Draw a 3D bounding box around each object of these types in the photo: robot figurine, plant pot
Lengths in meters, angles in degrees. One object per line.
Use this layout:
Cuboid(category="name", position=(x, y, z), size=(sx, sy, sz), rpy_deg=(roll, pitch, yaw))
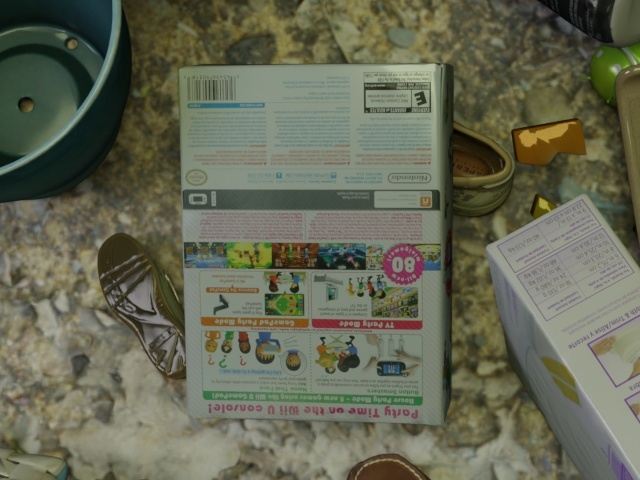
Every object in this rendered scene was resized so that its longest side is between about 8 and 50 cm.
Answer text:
Cuboid(category="robot figurine", position=(0.298, -0.164, 1.327), size=(0.115, 0.067, 0.101), rpy_deg=(-29, 44, -10))
Cuboid(category="plant pot", position=(-0.282, -0.151, 1.259), size=(0.272, 0.255, 0.271), rpy_deg=(-1, 79, 4))

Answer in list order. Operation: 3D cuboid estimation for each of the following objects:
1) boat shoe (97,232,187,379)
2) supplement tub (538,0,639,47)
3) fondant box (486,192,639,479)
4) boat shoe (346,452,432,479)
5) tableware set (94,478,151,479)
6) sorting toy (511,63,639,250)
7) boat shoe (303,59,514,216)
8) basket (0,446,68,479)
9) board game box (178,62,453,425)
Cuboid(category="boat shoe", position=(-0.153, 0.062, 1.324), size=(0.056, 0.048, 0.153), rpy_deg=(-39, 72, 7))
Cuboid(category="supplement tub", position=(0.193, -0.339, 1.281), size=(0.338, 0.207, 0.207), rpy_deg=(41, 83, 23))
Cuboid(category="fondant box", position=(0.258, 0.158, 1.135), size=(0.096, 0.238, 0.330), rpy_deg=(-29, 60, -4))
Cuboid(category="boat shoe", position=(0.105, 0.301, 1.178), size=(0.123, 0.116, 0.324), rpy_deg=(-20, 53, -10))
Cuboid(category="tableware set", position=(-0.153, 0.301, 1.226), size=(0.039, 0.128, 0.194), rpy_deg=(0, 77, 35))
Cuboid(category="sorting toy", position=(0.334, -0.050, 1.278), size=(0.307, 0.041, 0.229), rpy_deg=(-10, 100, 1))
Cuboid(category="boat shoe", position=(0.041, -0.102, 1.318), size=(0.285, 0.089, 0.104), rpy_deg=(15, 80, 6))
Cuboid(category="basket", position=(-0.331, 0.312, 1.212), size=(0.255, 0.201, 0.289), rpy_deg=(9, 114, 5))
Cuboid(category="board game box", position=(0.000, 0.000, 1.241), size=(0.224, 0.097, 0.303), rpy_deg=(1, 97, 9))
